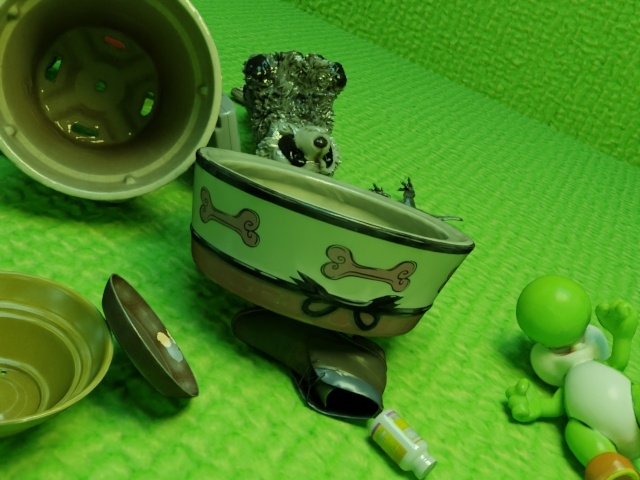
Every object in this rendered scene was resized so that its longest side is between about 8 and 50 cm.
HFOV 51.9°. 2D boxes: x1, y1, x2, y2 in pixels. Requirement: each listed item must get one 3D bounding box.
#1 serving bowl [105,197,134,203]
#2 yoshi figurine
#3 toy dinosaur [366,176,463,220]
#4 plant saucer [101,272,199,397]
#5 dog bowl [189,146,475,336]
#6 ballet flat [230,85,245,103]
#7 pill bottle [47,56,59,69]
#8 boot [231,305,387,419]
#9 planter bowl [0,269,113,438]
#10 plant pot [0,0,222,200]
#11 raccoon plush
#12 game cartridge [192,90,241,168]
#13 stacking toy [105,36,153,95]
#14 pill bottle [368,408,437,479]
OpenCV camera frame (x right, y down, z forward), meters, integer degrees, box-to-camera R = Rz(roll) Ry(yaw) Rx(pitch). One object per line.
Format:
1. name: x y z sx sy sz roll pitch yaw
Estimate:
1. serving bowl: -0.339 -0.083 1.074 0.083 0.027 0.083 16 29 -9
2. yoshi figurine: 0.374 0.179 0.942 0.203 0.203 0.362 7 28 -12
3. toy dinosaur: 0.171 -0.079 1.387 0.268 0.064 0.118 3 40 -34
4. plant saucer: -0.196 0.113 0.740 0.029 0.168 0.168 -34 47 -5
5. dog bowl: 0.000 0.000 0.938 0.407 0.151 0.408 19 10 -4
6. ballet flat: -0.104 -0.355 1.671 0.249 0.058 0.084 15 28 -12
7. pill bottle: -0.615 -0.401 1.307 0.153 0.153 0.265 24 28 4
8. boot: -0.012 0.153 0.834 0.219 0.082 0.106 18 26 -10
9. planter bowl: -0.324 0.129 0.652 0.217 0.090 0.217 16 29 -9
10. plant pot: -0.351 -0.251 1.053 0.333 0.334 0.305 9 9 -21
11. raccoon plush: -0.062 -0.207 1.401 0.215 0.300 0.446 1 -1 -6
12. game cartridge: -0.221 -0.216 1.205 0.062 0.198 0.297 -24 47 -18
13. stacking toy: -0.404 -0.450 1.326 0.350 0.480 0.351 -9 57 14
14. pill bottle: 0.099 0.245 0.788 0.043 0.043 0.083 -11 42 -45
